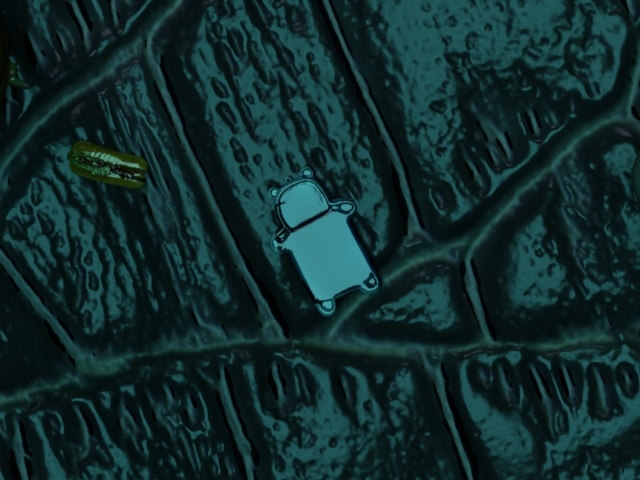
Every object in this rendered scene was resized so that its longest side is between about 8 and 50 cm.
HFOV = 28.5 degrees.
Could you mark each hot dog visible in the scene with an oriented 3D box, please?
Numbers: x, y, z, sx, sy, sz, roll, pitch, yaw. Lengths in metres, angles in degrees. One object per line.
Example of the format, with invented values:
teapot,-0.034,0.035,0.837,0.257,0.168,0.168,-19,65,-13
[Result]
hot dog,-0.210,-0.074,1.230,0.083,0.021,0.037,12,95,2

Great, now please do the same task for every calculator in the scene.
calculator,0.000,0.000,1.221,0.094,0.019,0.141,-28,91,6

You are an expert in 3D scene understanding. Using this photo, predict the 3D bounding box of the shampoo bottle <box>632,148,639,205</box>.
shampoo bottle,0.412,-0.142,1.106,0.222,0.151,0.349,32,97,-5

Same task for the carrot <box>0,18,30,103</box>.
carrot,-0.408,-0.184,1.081,0.224,0.340,0.224,0,92,7
